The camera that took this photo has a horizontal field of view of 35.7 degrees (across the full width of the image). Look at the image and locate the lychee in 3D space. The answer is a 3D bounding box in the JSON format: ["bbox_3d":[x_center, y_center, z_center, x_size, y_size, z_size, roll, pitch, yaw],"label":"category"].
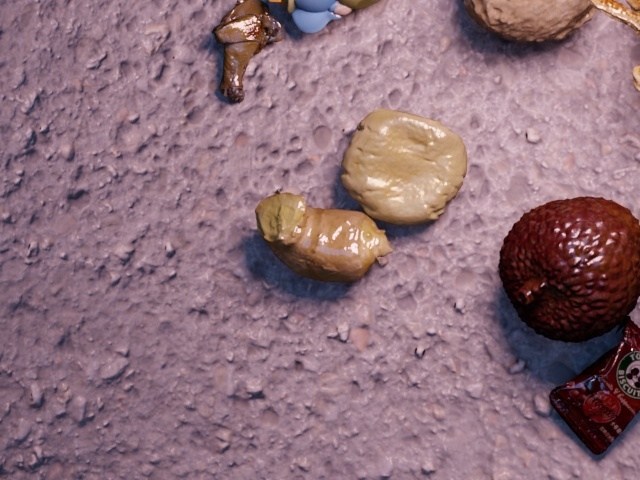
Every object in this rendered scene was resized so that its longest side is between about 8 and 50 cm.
[{"bbox_3d":[0.443,0.046,1.735,0.260,0.260,0.261,-1,87,9],"label":"lychee"}]

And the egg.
[{"bbox_3d":[0.388,-0.490,1.767,0.310,0.279,0.279,-33,82,-13],"label":"egg"}]

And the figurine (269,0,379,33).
[{"bbox_3d":[0.024,-0.510,1.868,0.262,0.154,0.180,-17,117,19],"label":"figurine"}]

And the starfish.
[{"bbox_3d":[0.579,-0.314,1.693,0.094,0.375,0.327,-25,95,34],"label":"starfish"}]

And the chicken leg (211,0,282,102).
[{"bbox_3d":[-0.157,-0.378,1.938,0.125,0.080,0.196,33,93,-3],"label":"chicken leg"}]

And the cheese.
[{"bbox_3d":[0.156,-0.134,1.855,0.226,0.117,0.214,22,96,5],"label":"cheese"}]

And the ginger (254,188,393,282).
[{"bbox_3d":[0.000,0.000,1.858,0.267,0.152,0.138,16,63,-5],"label":"ginger"}]

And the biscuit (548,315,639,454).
[{"bbox_3d":[0.536,0.260,1.795,0.235,0.063,0.151,-44,93,0],"label":"biscuit"}]
